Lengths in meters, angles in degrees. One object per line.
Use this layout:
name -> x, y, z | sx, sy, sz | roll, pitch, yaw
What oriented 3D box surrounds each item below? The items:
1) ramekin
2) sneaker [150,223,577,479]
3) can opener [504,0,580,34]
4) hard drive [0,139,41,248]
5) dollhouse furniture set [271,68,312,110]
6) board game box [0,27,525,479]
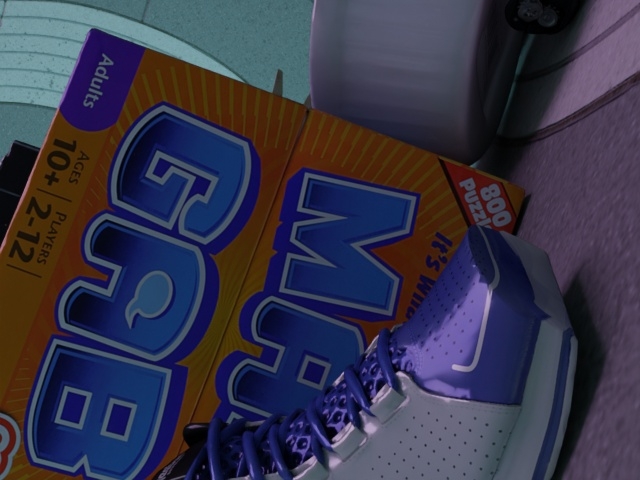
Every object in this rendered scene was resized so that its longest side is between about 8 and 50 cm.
ramekin -> 0.106, -0.201, 0.765 | 0.277, 0.135, 0.277 | 14, -90, -70
sneaker -> 0.000, 0.133, 0.447 | 0.127, 0.182, 0.315 | -75, 5, -69
can opener -> 0.202, -0.235, 0.646 | 0.186, 0.059, 0.073 | 111, 180, -61
hard drive -> -0.302, 0.087, 0.786 | 0.237, 0.064, 0.338 | 122, 169, -85
dollhouse furniture set -> 0.049, -0.117, 1.030 | 0.259, 0.262, 0.135 | 116, 172, -75
board game box -> -0.076, 0.077, 0.767 | 0.356, 0.357, 0.356 | 120, 170, -85
